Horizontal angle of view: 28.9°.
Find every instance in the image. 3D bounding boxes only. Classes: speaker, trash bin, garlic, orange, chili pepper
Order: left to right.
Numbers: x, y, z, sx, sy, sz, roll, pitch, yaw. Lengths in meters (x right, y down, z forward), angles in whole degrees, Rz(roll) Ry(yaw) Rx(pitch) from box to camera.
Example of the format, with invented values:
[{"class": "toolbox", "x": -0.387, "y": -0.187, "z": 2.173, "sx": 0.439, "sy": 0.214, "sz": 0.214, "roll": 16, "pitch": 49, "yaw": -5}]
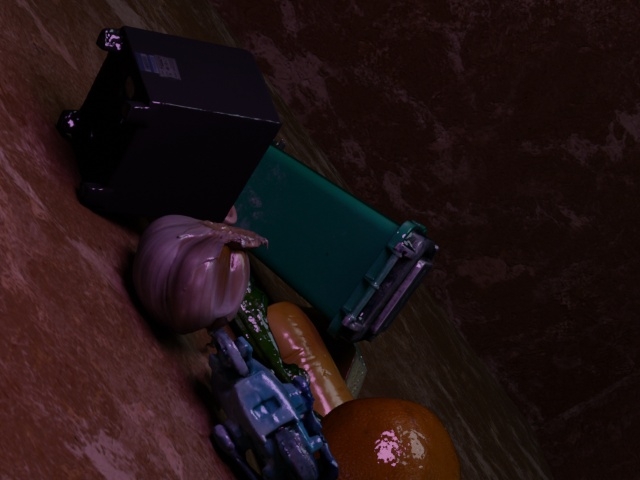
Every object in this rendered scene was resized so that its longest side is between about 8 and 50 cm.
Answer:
[{"class": "speaker", "x": -0.233, "y": -0.170, "z": 1.869, "sx": 0.254, "sy": 0.232, "sz": 0.184, "roll": 6, "pitch": 44, "yaw": -34}, {"class": "garlic", "x": -0.158, "y": 0.057, "z": 1.834, "sx": 0.257, "sy": 0.207, "sz": 0.207, "roll": 55, "pitch": 9, "yaw": -51}, {"class": "chili pepper", "x": -0.104, "y": 0.151, "z": 2.114, "sx": 0.257, "sy": 0.074, "sz": 0.100, "roll": 63, "pitch": 19, "yaw": 2}, {"class": "trash bin", "x": 0.000, "y": 0.000, "z": 2.299, "sx": 0.381, "sy": 0.259, "sz": 0.295, "roll": 35, "pitch": 5, "yaw": 11}, {"class": "orange", "x": 0.095, "y": 0.371, "z": 1.922, "sx": 0.264, "sy": 0.264, "sz": 0.264, "roll": 54, "pitch": 12, "yaw": -17}]

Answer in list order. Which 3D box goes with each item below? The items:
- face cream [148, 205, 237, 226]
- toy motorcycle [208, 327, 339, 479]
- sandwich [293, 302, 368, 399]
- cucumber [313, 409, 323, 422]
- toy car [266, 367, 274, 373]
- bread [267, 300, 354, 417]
[{"class": "face cream", "x": -0.224, "y": -0.064, "z": 2.089, "sx": 0.149, "sy": 0.104, "sz": 0.149, "roll": 54, "pitch": 12, "yaw": -17}, {"class": "toy motorcycle", "x": -0.083, "y": 0.254, "z": 1.779, "sx": 0.260, "sy": 0.154, "sz": 0.206, "roll": 57, "pitch": -12, "yaw": 15}, {"class": "sandwich", "x": 0.029, "y": 0.216, "z": 2.450, "sx": 0.094, "sy": 0.096, "sz": 0.258, "roll": 50, "pitch": 15, "yaw": -57}, {"class": "cucumber", "x": 0.025, "y": 0.375, "z": 2.073, "sx": 0.227, "sy": 0.069, "sz": 0.069, "roll": 57, "pitch": 11, "yaw": -18}, {"class": "toy car", "x": -0.068, "y": 0.273, "z": 1.975, "sx": 0.143, "sy": 0.054, "sz": 0.073, "roll": 53, "pitch": 14, "yaw": -13}, {"class": "bread", "x": -0.011, "y": 0.247, "z": 2.204, "sx": 0.305, "sy": 0.091, "sz": 0.142, "roll": 61, "pitch": 17, "yaw": 19}]
